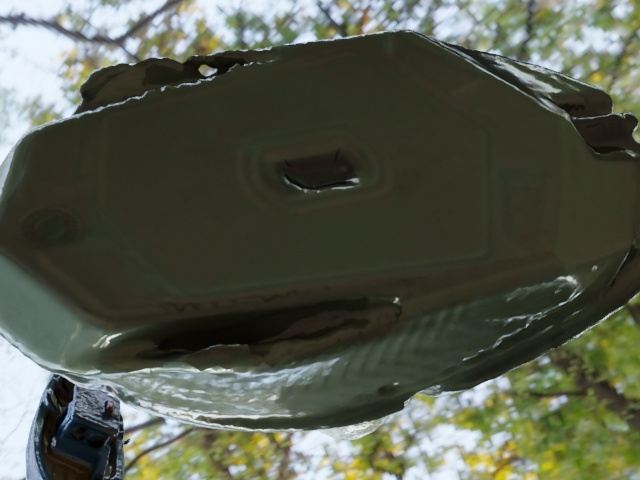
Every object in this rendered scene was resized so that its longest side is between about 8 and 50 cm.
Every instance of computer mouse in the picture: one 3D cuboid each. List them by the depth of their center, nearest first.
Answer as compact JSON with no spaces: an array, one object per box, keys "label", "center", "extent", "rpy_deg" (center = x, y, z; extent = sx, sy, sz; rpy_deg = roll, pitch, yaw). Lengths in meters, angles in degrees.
[{"label":"computer mouse","center":[0.002,0.002,0.869],"extent":[0.429,0.145,0.228],"rpy_deg":[-11,-131,-20]}]

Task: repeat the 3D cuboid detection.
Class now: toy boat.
[{"label":"toy boat","center":[-0.224,0.196,1.394],"extent":[0.100,0.097,0.223],"rpy_deg":[25,-158,-21]}]

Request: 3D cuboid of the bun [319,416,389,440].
[{"label":"bun","center":[0.029,0.119,1.556],"extent":[0.102,0.183,0.183],"rpy_deg":[31,-120,-17]}]
